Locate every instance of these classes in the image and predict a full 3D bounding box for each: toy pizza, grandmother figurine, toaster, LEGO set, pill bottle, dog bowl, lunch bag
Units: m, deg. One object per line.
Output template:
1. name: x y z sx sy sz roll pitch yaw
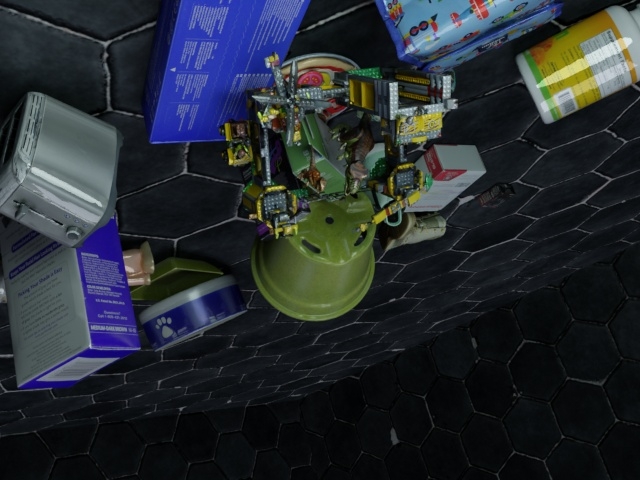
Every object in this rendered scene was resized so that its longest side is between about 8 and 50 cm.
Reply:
1. toy pizza: -0.023 -0.236 1.111 0.201 0.032 0.201 -15 159 -6
2. grandmother figurine: -0.531 0.072 1.405 0.342 0.104 0.208 -10 149 -25
3. toaster: -0.375 -0.110 0.950 0.129 0.227 0.146 -32 137 32
4. LEGO set: 0.045 -0.124 0.929 0.331 0.255 0.192 -4 -161 -25
5. pill bottle: 0.475 -0.314 1.148 0.245 0.136 0.136 -25 157 20
6. dog bowl: -0.327 0.187 1.725 0.264 0.104 0.265 -24 175 -2
7. lunch bag: 0.225 -0.336 0.967 0.221 0.138 0.293 -25 170 21

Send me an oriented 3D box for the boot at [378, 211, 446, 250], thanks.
1. boot: 0.253 -0.041 1.739 0.165 0.077 0.213 -11 163 -14

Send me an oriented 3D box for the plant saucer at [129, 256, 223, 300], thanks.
1. plant saucer: -0.366 0.091 1.625 0.188 0.045 0.188 -27 162 22

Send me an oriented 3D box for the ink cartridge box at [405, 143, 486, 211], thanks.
1. ink cartridge box: 0.263 -0.139 1.507 0.127 0.072 0.175 -3 155 -32

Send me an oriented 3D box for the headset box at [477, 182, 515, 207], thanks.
1. headset box: 0.463 -0.117 1.768 0.062 0.032 0.083 2 151 -39

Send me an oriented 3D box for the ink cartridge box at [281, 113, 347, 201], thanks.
1. ink cartridge box: -0.014 -0.153 1.124 0.062 0.109 0.209 -24 157 17

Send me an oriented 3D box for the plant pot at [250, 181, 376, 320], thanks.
1. plant pot: 0.000 0.000 1.356 0.276 0.276 0.254 -12 162 -12

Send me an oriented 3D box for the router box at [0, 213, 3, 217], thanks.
1. router box: -0.508 -0.097 0.967 0.038 0.122 0.092 -24 158 28

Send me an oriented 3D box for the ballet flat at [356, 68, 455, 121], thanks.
1. ballet flat: 0.151 -0.246 1.174 0.188 0.070 0.070 -26 157 23

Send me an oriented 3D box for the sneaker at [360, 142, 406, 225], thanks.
1. sneaker: 0.111 -0.080 1.432 0.094 0.151 0.256 -13 160 -14

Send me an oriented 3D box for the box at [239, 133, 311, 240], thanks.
1. box: -0.087 -0.097 1.230 0.116 0.162 0.029 -32 158 35

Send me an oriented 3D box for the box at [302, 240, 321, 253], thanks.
1. box: -0.056 0.026 1.636 0.101 0.102 0.087 -21 156 11

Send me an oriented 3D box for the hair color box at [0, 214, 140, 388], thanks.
1. hair color box: -0.421 0.052 1.098 0.185 0.339 0.110 -28 158 26

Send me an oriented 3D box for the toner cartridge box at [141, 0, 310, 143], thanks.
1. toner cartridge box: -0.137 -0.260 0.908 0.165 0.075 0.348 -8 157 -26
